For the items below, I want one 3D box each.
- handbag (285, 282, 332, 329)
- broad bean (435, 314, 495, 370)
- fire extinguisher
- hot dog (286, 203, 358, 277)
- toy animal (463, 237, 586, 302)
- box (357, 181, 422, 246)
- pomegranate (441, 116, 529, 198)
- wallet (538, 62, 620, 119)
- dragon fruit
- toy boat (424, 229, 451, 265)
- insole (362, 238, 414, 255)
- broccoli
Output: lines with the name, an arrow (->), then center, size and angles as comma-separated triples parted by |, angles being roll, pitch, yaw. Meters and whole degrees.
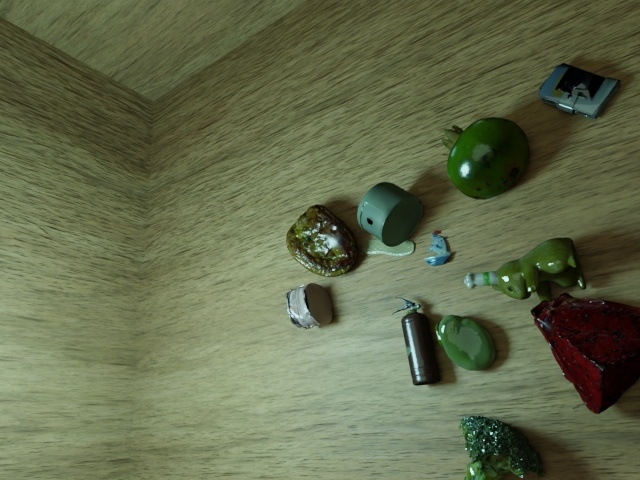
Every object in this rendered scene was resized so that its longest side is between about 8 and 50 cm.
handbag -> -0.050, 0.286, 2.174 | 0.116, 0.179, 0.204 | -32, 57, 34
broad bean -> 0.505, 0.358, 1.769 | 0.228, 0.100, 0.169 | 26, 99, 38
fire extinguisher -> 0.348, 0.365, 1.882 | 0.138, 0.102, 0.343 | -25, 61, 31
hot dog -> 0.000, 0.000, 2.228 | 0.267, 0.174, 0.387 | -53, 50, 9
toy animal -> 0.683, 0.128, 1.660 | 0.363, 0.181, 0.180 | -32, 48, 24
box -> 0.277, -0.106, 2.015 | 0.149, 0.226, 0.226 | 38, 99, 39
pomegranate -> 0.579, -0.333, 1.865 | 0.309, 0.216, 0.358 | -55, 50, 14
wallet -> 0.908, -0.532, 1.775 | 0.231, 0.069, 0.170 | 40, 96, 38
dragon fruit -> 0.837, 0.313, 1.536 | 0.286, 0.227, 0.329 | -30, 30, -10
toy boat -> 0.466, 0.034, 1.958 | 0.105, 0.034, 0.149 | 10, 69, 42
insole -> 0.282, 0.026, 2.107 | 0.248, 0.011, 0.081 | -1, 75, 38
broccoli -> 0.501, 0.727, 1.602 | 0.252, 0.221, 0.361 | 43, 106, 2
